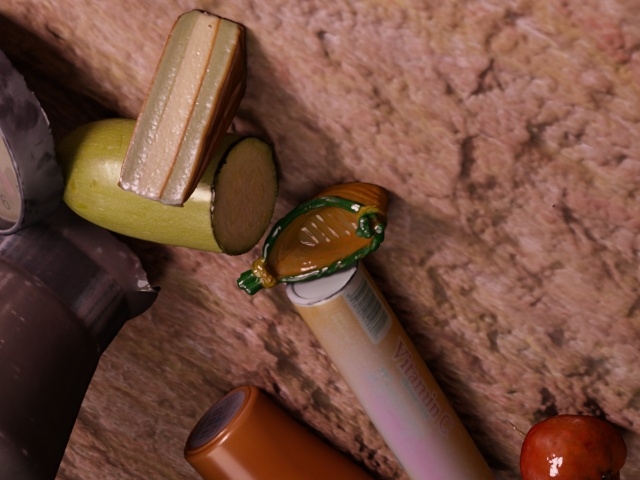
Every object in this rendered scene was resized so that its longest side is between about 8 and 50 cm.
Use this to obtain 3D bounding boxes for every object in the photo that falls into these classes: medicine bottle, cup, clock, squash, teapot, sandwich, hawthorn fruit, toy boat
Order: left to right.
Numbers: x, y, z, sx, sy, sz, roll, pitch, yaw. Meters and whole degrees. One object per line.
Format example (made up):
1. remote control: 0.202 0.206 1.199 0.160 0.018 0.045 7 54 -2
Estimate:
1. clock: -0.386 -0.133 1.758 0.280 0.055 0.280 36 146 30
2. teapot: -0.407 0.113 1.920 0.376 0.361 0.305 21 150 29
3. squash: -0.182 -0.067 1.744 0.247 0.132 0.132 12 142 26
4. sandwich: -0.138 -0.132 1.599 0.079 0.163 0.113 19 143 11
5. cup: -0.051 0.318 2.139 0.264 0.182 0.226 47 172 -15
6. toy boat: 0.000 0.000 1.736 0.089 0.088 0.229 48 139 -14
7. medicine bottle: 0.095 0.180 1.906 0.108 0.108 0.426 -3 133 35
8. hawthorn fruit: 0.281 0.259 1.860 0.140 0.125 0.125 -3 137 16
